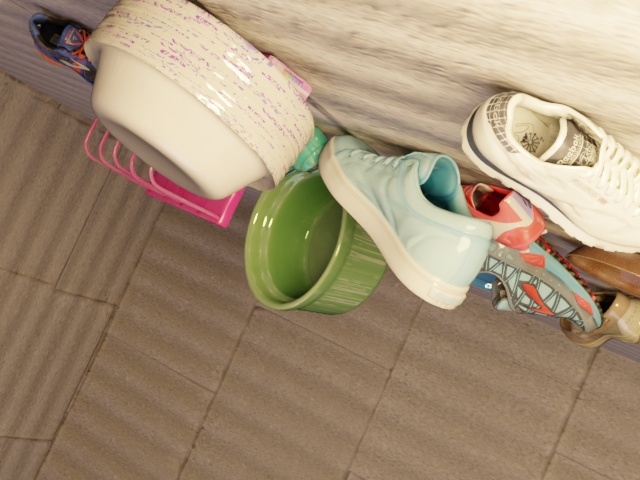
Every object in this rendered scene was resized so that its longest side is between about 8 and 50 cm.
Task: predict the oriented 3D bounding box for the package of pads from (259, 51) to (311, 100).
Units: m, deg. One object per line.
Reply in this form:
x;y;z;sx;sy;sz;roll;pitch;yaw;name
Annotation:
-0.054;-0.200;1.142;0.050;0.032;0.083;23;176;41;package of pads

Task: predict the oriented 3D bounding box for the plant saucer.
0.452;0.048;1.343;0.199;0.036;0.198;25;178;1;plant saucer

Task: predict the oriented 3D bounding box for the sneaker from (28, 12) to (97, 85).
-0.393;-0.312;1.536;0.221;0.083;0.087;21;168;16;sneaker

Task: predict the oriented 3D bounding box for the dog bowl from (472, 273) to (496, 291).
0.252;0.003;1.522;0.297;0.074;0.166;30;163;-32;dog bowl

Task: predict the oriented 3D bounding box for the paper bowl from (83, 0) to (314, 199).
-0.160;-0.158;1.127;0.284;0.148;0.284;34;170;7;paper bowl

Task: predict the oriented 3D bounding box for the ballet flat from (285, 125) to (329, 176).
-0.038;-0.156;1.523;0.087;0.083;0.247;54;172;-10;ballet flat

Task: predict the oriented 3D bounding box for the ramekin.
0.000;0.000;1.806;0.148;0.303;0.303;18;-178;-37;ramekin

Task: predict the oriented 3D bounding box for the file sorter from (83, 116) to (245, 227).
-0.261;-0.176;1.645;0.182;0.202;0.291;29;175;-38;file sorter

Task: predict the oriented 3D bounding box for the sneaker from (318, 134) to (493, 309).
0.126;-0.069;1.278;0.135;0.150;0.366;15;-153;-40;sneaker

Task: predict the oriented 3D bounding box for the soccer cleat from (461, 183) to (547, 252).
0.213;-0.050;1.307;0.095;0.083;0.248;52;166;-29;soccer cleat

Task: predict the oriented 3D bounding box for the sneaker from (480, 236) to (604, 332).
0.318;0.064;1.419;0.262;0.125;0.104;41;-164;-18;sneaker

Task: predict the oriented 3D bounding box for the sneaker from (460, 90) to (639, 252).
0.238;-0.057;0.817;0.235;0.090;0.095;24;168;-8;sneaker

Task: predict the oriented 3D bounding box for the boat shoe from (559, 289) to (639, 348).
0.523;0.138;1.775;0.098;0.109;0.302;31;171;-6;boat shoe
